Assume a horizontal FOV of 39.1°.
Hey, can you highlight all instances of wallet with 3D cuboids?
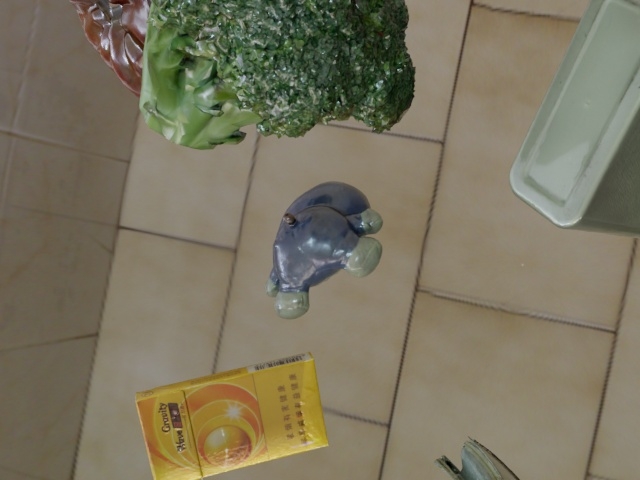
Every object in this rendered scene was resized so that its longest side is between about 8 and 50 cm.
[{"bbox_3d":[0.281,0.402,1.153,0.077,0.309,0.223,-40,118,2],"label":"wallet"}]

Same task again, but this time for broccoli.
[{"bbox_3d":[-0.052,-0.194,0.803,0.308,0.308,0.275,41,119,11],"label":"broccoli"}]

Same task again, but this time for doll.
[{"bbox_3d":[0.000,0.000,1.475,0.228,0.258,0.154,-36,96,16],"label":"doll"}]

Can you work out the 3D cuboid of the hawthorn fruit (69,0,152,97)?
[{"bbox_3d":[-0.176,-0.413,1.328,0.403,0.403,0.402,0,88,13],"label":"hawthorn fruit"}]

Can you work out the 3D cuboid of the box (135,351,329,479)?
[{"bbox_3d":[-0.130,0.270,1.354,0.269,0.043,0.152,-11,105,-10],"label":"box"}]

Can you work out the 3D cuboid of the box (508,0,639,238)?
[{"bbox_3d":[0.496,-0.174,1.310,0.177,0.344,0.352,47,124,45],"label":"box"}]
